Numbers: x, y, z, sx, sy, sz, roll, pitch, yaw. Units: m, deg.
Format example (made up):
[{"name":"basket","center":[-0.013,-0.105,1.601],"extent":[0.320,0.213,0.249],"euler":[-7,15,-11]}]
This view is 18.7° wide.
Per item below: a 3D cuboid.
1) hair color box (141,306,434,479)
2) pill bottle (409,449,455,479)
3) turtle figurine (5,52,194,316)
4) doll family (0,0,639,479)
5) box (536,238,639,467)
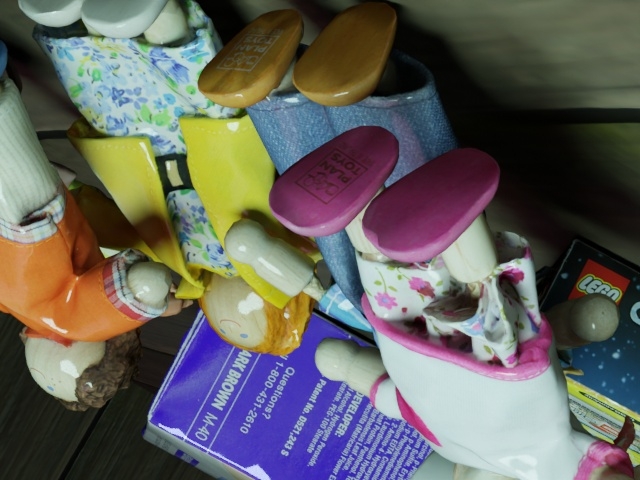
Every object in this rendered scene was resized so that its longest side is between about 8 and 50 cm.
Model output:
[{"name":"hair color box","center":[0.064,0.149,1.151],"extent":[0.339,0.110,0.185],"euler":[27,170,-1]},{"name":"pill bottle","center":[0.108,0.138,0.711],"extent":[0.169,0.094,0.094],"euler":[24,169,25]},{"name":"turtle figurine","center":[-0.182,-0.061,0.806],"extent":[0.269,0.087,0.217],"euler":[25,-178,-38]},{"name":"doll family","center":[0.000,0.000,0.563],"extent":[0.263,0.118,0.163],"euler":[16,146,37]},{"name":"box","center":[0.171,0.085,0.683],"extent":[0.233,0.044,0.159],"euler":[28,171,3]}]
